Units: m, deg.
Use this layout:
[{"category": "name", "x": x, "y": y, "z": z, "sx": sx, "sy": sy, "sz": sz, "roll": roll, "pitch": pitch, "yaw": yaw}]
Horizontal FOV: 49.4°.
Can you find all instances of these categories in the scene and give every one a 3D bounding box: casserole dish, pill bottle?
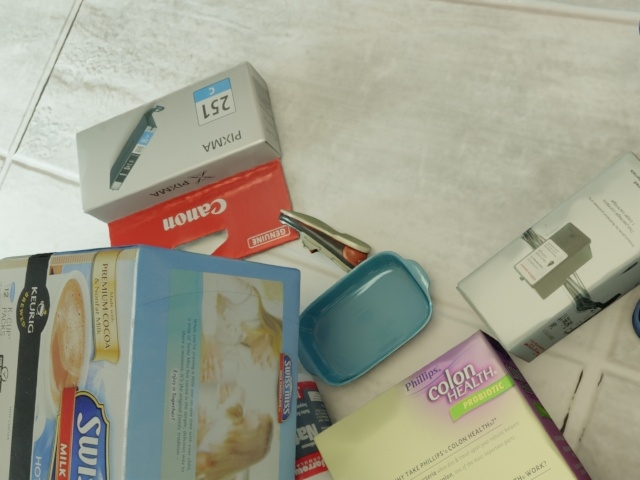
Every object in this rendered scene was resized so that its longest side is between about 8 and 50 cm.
[{"category": "casserole dish", "x": 0.055, "y": 0.097, "z": 0.846, "sx": 0.188, "sy": 0.037, "sz": 0.114, "roll": -40, "pitch": 63, "yaw": 11}, {"category": "pill bottle", "x": -0.026, "y": 0.255, "z": 0.798, "sx": 0.108, "sy": 0.108, "sz": 0.180, "roll": -31, "pitch": 65, "yaw": 14}]

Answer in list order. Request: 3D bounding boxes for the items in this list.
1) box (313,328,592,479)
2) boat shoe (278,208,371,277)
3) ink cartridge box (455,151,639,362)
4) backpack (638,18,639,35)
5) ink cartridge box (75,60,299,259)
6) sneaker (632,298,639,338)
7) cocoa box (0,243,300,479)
[{"category": "box", "x": 0.151, "y": 0.255, "z": 0.710, "sx": 0.213, "sy": 0.117, "sz": 0.243, "roll": -36, "pitch": 64, "yaw": 12}, {"category": "boat shoe", "x": 0.000, "y": 0.000, "z": 0.893, "sx": 0.137, "sy": 0.049, "sz": 0.043, "roll": 27, "pitch": 106, "yaw": 21}, {"category": "ink cartridge box", "x": 0.257, "y": 0.028, "z": 0.706, "sx": 0.208, "sy": 0.153, "sz": 0.087, "roll": -39, "pitch": 64, "yaw": 11}, {"category": "backpack", "x": 0.425, "y": -0.221, "z": 0.704, "sx": 0.173, "sy": 0.158, "sz": 0.117, "roll": 19, "pitch": 76, "yaw": 40}, {"category": "ink cartridge box", "x": -0.197, "y": -0.083, "z": 0.987, "sx": 0.296, "sy": 0.066, "sz": 0.261, "roll": -20, "pitch": 68, "yaw": 14}, {"category": "sneaker", "x": 0.411, "y": 0.030, "z": 0.667, "sx": 0.232, "sy": 0.090, "sz": 0.081, "roll": -31, "pitch": 65, "yaw": 14}, {"category": "cocoa box", "x": -0.175, "y": 0.190, "z": 0.706, "sx": 0.228, "sy": 0.231, "sz": 0.347, "roll": -5, "pitch": 80, "yaw": 37}]
